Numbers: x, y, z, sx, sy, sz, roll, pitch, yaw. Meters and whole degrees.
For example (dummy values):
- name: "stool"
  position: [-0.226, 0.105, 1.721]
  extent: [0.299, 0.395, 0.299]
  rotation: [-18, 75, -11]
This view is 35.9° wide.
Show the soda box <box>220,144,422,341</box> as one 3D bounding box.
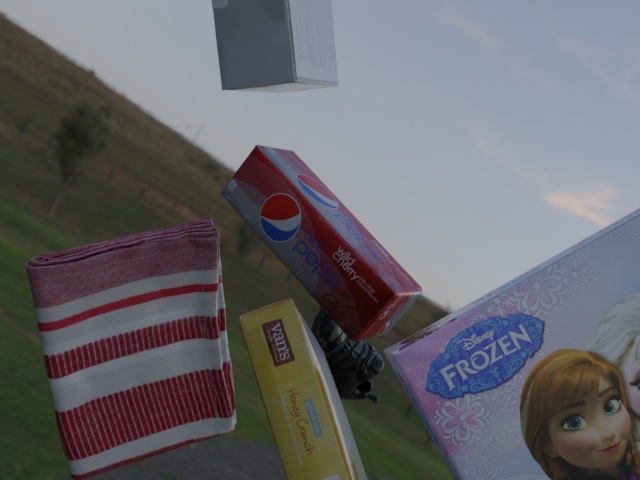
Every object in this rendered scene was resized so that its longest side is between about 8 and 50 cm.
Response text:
- name: "soda box"
  position: [0.000, 0.000, 1.208]
  extent: [0.263, 0.083, 0.092]
  rotation: [47, 21, 21]

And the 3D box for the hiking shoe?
- name: "hiking shoe"
  position: [0.050, 0.176, 1.626]
  extent: [0.114, 0.086, 0.227]
  rotation: [6, -48, 14]

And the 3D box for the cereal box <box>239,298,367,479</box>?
- name: "cereal box"
  position: [-0.002, 0.155, 0.790]
  extent: [0.240, 0.047, 0.173]
  rotation: [71, 0, -73]

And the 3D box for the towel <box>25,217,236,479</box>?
- name: "towel"
  position: [-0.230, 0.145, 1.264]
  extent: [0.237, 0.329, 0.037]
  rotation: [-14, 29, -21]

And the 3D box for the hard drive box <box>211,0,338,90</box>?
- name: "hard drive box"
  position: [-0.050, -0.270, 1.171]
  extent: [0.089, 0.181, 0.232]
  rotation: [-4, 6, 13]

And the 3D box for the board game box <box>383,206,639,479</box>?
- name: "board game box"
  position: [0.270, 0.160, 0.870]
  extent: [0.318, 0.318, 0.066]
  rotation: [60, -5, 2]
